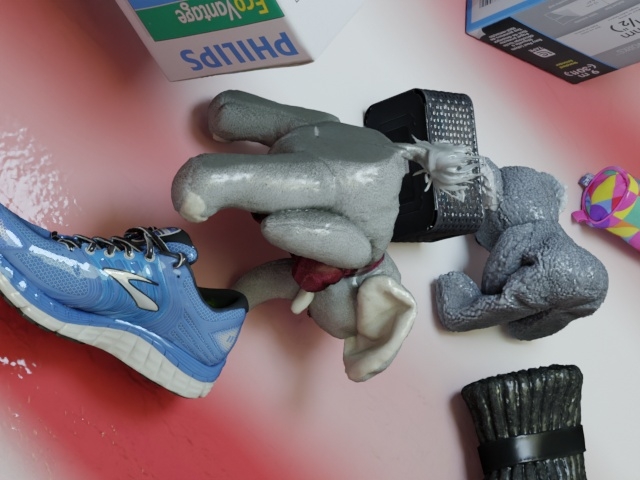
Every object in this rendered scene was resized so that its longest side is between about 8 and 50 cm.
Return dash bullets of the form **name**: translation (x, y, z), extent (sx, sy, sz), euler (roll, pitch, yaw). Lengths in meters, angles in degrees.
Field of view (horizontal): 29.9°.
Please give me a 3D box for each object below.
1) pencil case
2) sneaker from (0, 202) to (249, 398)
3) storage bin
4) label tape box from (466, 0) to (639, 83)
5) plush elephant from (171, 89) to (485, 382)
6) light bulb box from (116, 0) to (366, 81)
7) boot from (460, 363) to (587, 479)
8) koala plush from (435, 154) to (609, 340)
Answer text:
- **pencil case**: translation (0.490, -0.028, 1.791), extent (0.236, 0.104, 0.104), euler (24, 67, -29)
- **sneaker**: translation (-0.209, 0.029, 1.203), extent (0.330, 0.130, 0.147), euler (32, 95, -36)
- **storage bin**: translation (0.129, -0.092, 1.510), extent (0.084, 0.122, 0.180), euler (0, 81, -37)
- **label tape box**: translation (0.417, -0.316, 1.692), extent (0.347, 0.249, 0.115), euler (19, 69, -33)
- **plush elephant**: translation (0.000, 0.000, 1.341), extent (0.330, 0.272, 0.255), euler (5, 117, -5)
- **light bulb box**: translation (-0.079, -0.413, 1.220), extent (0.358, 0.225, 0.361), euler (-53, 125, -33)
- **boot**: translation (0.223, 0.304, 1.494), extent (0.348, 0.131, 0.260), euler (-13, 96, -49)
- **koala plush**: translation (0.268, -0.004, 1.572), extent (0.196, 0.203, 0.221), euler (10, 63, -36)
